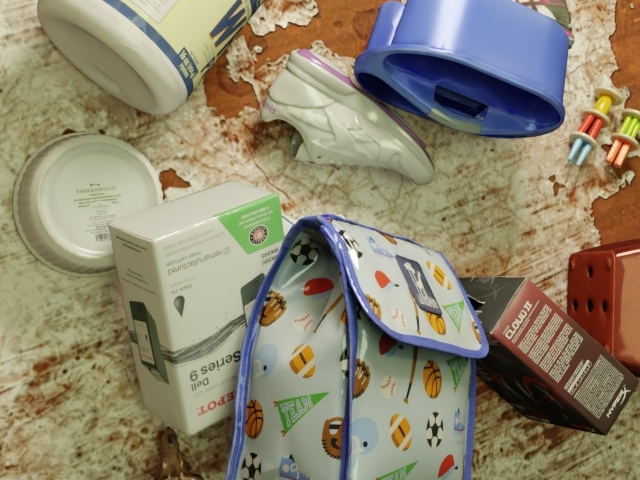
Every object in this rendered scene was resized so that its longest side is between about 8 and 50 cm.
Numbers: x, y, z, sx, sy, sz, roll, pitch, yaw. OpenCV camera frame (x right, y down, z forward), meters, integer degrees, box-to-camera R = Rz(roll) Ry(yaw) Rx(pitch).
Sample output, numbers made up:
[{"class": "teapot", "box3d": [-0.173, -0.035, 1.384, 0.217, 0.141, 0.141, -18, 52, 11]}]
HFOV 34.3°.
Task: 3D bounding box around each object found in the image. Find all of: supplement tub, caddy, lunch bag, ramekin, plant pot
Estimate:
[{"class": "supplement tub", "box3d": [-0.202, -0.361, 1.424, 0.235, 0.235, 0.325, 40, 75, -16]}, {"class": "caddy", "box3d": [0.219, -0.255, 1.594, 0.341, 0.241, 0.179, 18, 75, -20]}, {"class": "lunch bag", "box3d": [0.066, 0.175, 1.421, 0.328, 0.239, 0.385, 17, 75, -52]}, {"class": "ramekin", "box3d": [-0.315, -0.052, 1.436, 0.207, 0.109, 0.207, 1, 88, -23]}, {"class": "plant pot", "box3d": [0.553, 0.112, 1.722, 0.236, 0.267, 0.267, 3, 87, -9]}]

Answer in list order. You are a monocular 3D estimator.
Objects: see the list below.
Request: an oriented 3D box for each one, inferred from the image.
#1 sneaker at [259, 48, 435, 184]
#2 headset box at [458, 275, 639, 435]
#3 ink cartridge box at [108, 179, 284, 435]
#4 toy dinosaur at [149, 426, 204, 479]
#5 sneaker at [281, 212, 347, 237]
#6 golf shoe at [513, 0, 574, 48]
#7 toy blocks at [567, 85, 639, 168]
[{"class": "sneaker", "box3d": [0.042, -0.162, 1.605, 0.305, 0.114, 0.152, 34, 101, -21]}, {"class": "headset box", "box3d": [0.313, 0.167, 1.628, 0.293, 0.218, 0.110, 41, 74, -17]}, {"class": "ink cartridge box", "box3d": [-0.151, 0.088, 1.428, 0.211, 0.121, 0.289, -23, 117, -35]}, {"class": "toy dinosaur", "box3d": [-0.156, 0.411, 1.430, 0.127, 0.296, 0.200, -31, 142, -44]}, {"class": "sneaker", "box3d": [0.000, 0.000, 1.583, 0.258, 0.094, 0.091, 31, 68, -28]}, {"class": "golf shoe", "box3d": [0.299, -0.386, 1.714, 0.273, 0.105, 0.120, 13, 72, -29]}, {"class": "toy blocks", "box3d": [0.493, -0.174, 1.801, 0.123, 0.054, 0.148, 35, 76, -17]}]
